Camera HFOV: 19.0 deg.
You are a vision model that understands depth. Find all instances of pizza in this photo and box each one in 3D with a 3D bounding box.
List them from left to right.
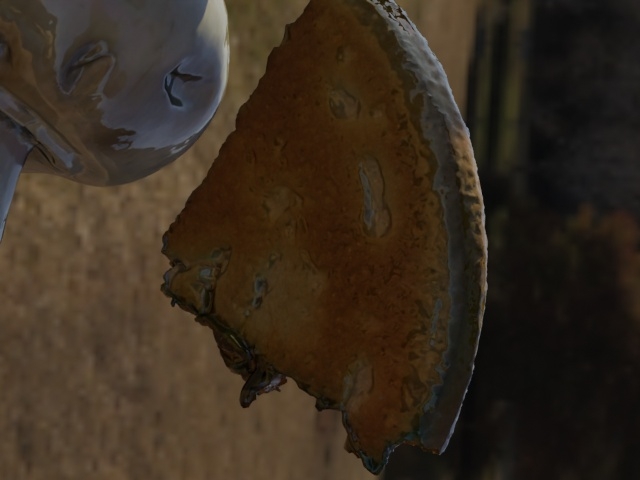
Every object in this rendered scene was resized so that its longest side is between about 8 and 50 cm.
[{"bbox_3d":[0.000,0.000,1.123,0.081,0.229,0.289,8,68,-56],"label":"pizza"}]

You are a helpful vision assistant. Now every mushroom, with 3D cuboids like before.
[{"bbox_3d":[-0.244,-0.145,1.456,0.325,0.353,0.353,-82,173,-76],"label":"mushroom"}]
